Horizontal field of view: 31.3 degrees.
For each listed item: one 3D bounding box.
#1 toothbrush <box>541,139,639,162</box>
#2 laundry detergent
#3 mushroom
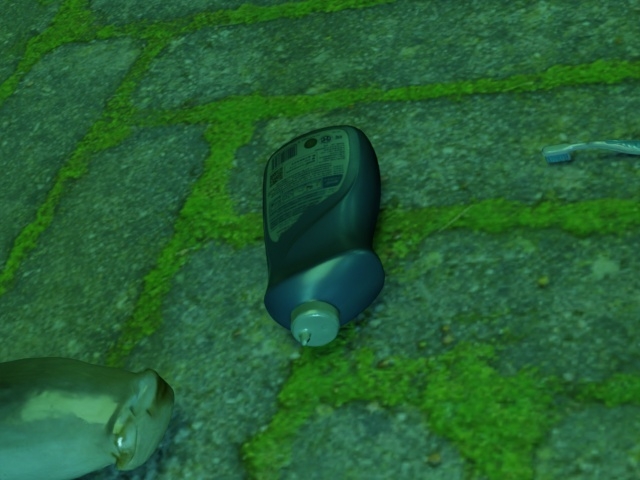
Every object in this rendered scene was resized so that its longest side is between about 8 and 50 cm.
[{"bbox_3d":[0.245,-0.073,0.849,0.162,0.017,0.014,-6,49,22],"label":"toothbrush"},{"bbox_3d":[0.000,-0.001,0.861,0.096,0.061,0.206,-12,41,12],"label":"laundry detergent"},{"bbox_3d":[-0.274,0.148,0.813,0.351,0.097,0.109,-16,41,7],"label":"mushroom"}]
